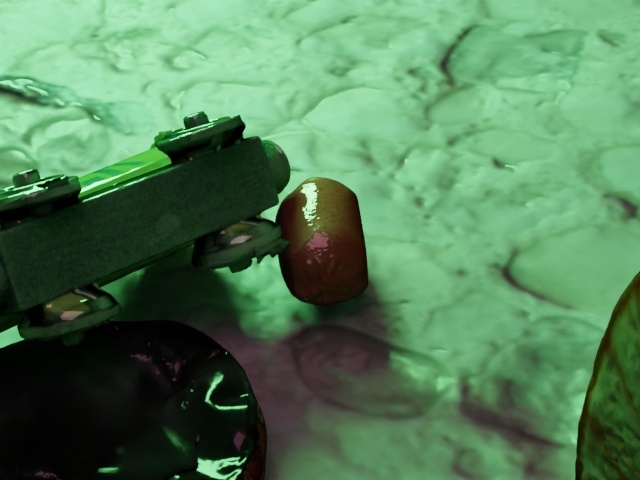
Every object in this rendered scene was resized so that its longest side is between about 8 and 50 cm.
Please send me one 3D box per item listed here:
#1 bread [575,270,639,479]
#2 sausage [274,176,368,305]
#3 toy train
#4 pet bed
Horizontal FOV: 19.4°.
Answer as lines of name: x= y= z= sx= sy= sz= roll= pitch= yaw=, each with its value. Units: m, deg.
bread: x=0.237 y=0.138 z=0.801 sx=0.114 sy=0.295 sz=0.328 roll=-15 pitch=40 yaw=-20
sausage: x=-0.001 y=0.000 z=1.177 sx=0.054 sy=0.059 sz=0.094 roll=-5 pitch=41 yaw=-4
toy train: x=-0.138 y=-0.005 z=1.133 sx=0.253 sy=0.105 sz=0.157 roll=-26 pitch=11 yaw=-42
pet bed: x=-0.125 y=0.116 z=1.052 sx=0.201 sy=0.053 sz=0.201 roll=-4 pitch=39 yaw=3
